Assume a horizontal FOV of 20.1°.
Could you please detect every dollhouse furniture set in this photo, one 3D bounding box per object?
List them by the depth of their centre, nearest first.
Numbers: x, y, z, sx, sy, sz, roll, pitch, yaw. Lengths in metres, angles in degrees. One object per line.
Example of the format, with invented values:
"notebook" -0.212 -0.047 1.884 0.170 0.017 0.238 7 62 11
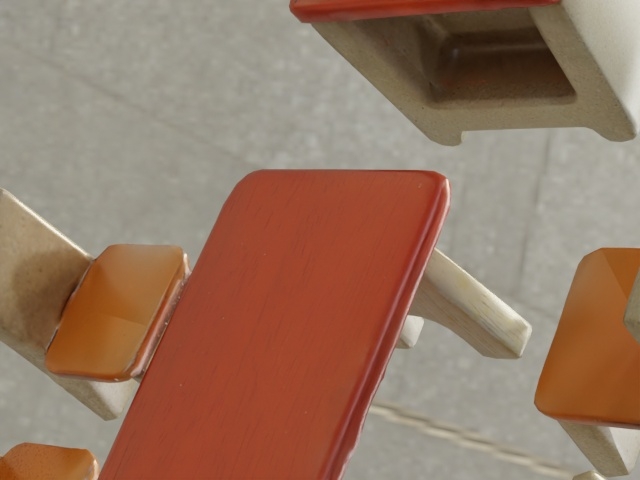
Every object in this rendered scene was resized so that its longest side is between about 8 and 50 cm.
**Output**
"dollhouse furniture set" 0.000 0.000 0.503 0.135 0.262 0.259 43 60 -40
